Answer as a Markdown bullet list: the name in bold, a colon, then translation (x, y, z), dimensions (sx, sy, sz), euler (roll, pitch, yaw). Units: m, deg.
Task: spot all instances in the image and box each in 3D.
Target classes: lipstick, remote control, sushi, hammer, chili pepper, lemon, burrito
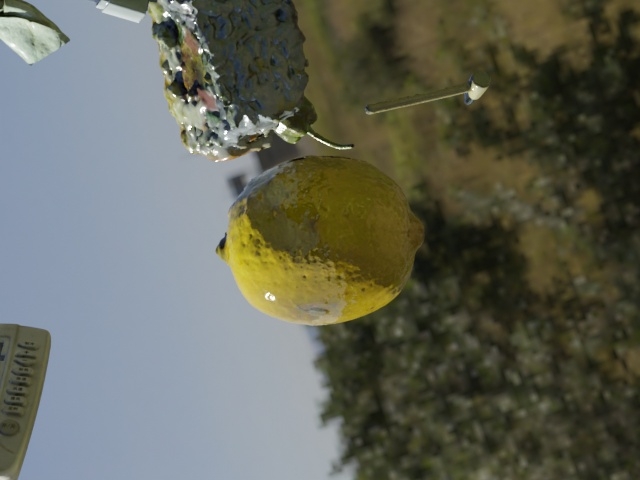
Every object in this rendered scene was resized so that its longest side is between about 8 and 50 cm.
- **lipstick**: translation (-0.229, -0.250, 1.737), dimensions (0.025, 0.107, 0.025), euler (-33, 46, 58)
- **remote control**: translation (-0.359, 0.185, 1.905), dimensions (0.230, 0.090, 0.049), euler (-86, -1, -48)
- **sushi**: translation (-0.118, -0.235, 2.065), dimensions (0.184, 0.139, 0.274), euler (6, 115, 57)
- **hammer**: translation (0.137, -0.187, 2.286), dimensions (0.028, 0.195, 0.060), euler (65, 149, 20)
- **chili pepper**: translation (-0.052, -0.181, 2.259), dimensions (0.204, 0.072, 0.073), euler (54, 160, -9)
- **lemon**: translation (0.003, 0.000, 2.487), dimensions (0.260, 0.284, 0.260), euler (58, -168, -20)
- **burrito**: translation (-0.388, -0.281, 2.215), dimensions (0.118, 0.074, 0.044), euler (45, -151, -30)
